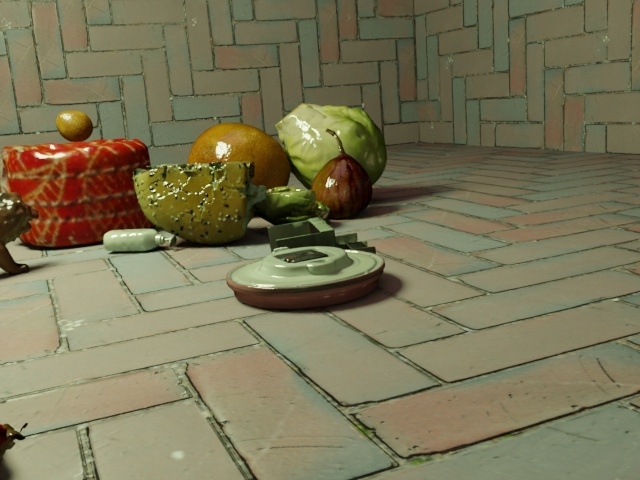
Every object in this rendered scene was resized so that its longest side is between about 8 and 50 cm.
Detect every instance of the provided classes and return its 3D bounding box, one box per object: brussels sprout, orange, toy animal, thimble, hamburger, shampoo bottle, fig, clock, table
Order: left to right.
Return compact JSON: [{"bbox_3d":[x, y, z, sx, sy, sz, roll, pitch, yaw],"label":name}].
[{"bbox_3d":[-0.651,0.002,1.262,0.097,0.157,0.312,3,13,36],"label":"toy animal"},{"bbox_3d":[-0.573,-0.267,1.616,0.085,0.084,0.085,-4,12,1],"label":"orange"},{"bbox_3d":[-0.572,-0.123,1.660,0.351,0.230,0.350,-4,10,1],"label":"thimble"},{"bbox_3d":[-0.368,-0.002,1.446,0.152,0.045,0.077,-3,10,16],"label":"shampoo bottle"},{"bbox_3d":[-0.253,-0.083,1.483,0.288,0.192,0.168,-3,-1,9],"label":"hamburger"},{"bbox_3d":[-0.207,-0.187,1.804,0.265,0.264,0.264,-4,12,1],"label":"orange"},{"bbox_3d":[-0.070,-0.070,1.558,0.181,0.100,0.139,-3,2,12],"label":"brussels sprout"},{"bbox_3d":[-0.023,0.047,1.066,0.245,0.056,0.244,-4,12,1],"label":"clock"},{"bbox_3d":[0.000,0.000,1.272,0.176,0.062,0.146,-9,12,-9],"label":"table"},{"bbox_3d":[0.038,-0.239,1.857,0.242,0.316,0.274,-52,38,-13],"label":"brussels sprout"},{"bbox_3d":[0.059,-0.140,1.684,0.148,0.202,0.149,17,-15,27],"label":"fig"}]

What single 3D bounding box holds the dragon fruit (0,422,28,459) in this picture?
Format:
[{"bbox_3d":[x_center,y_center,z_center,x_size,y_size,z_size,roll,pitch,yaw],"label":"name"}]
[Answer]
[{"bbox_3d":[-0.311,0.139,0.594,0.192,0.122,0.092,4,-1,44],"label":"dragon fruit"}]
